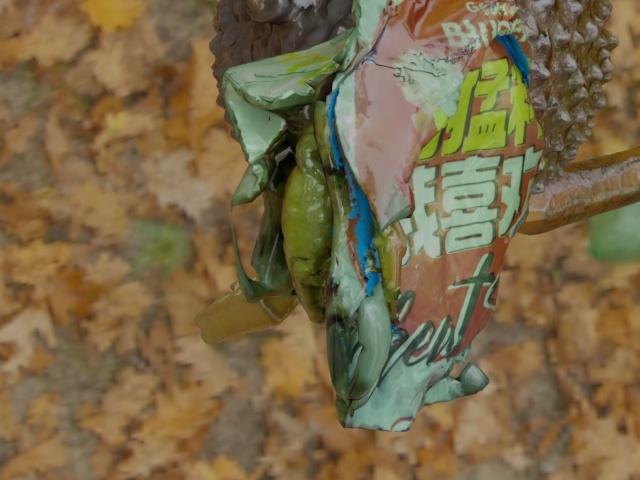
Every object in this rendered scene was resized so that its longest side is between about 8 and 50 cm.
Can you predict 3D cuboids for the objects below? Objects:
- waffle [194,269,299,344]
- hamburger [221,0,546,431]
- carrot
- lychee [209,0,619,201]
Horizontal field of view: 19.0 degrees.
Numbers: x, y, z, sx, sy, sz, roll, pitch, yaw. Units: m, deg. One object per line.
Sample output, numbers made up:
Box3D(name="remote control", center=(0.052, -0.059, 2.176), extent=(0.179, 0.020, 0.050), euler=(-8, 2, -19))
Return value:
Box3D(name="waffle", center=(0.000, 0.000, 1.378), extent=(0.191, 0.125, 0.032), euler=(-43, 98, -28))
Box3D(name="hamburger", center=(0.028, -0.023, 1.163), extent=(0.260, 0.150, 0.276), euler=(34, 72, -63))
Box3D(name="carrot", center=(0.304, -0.062, 2.032), extent=(0.260, 0.070, 0.070), euler=(-15, 91, -27))
Box3D(name="lychee", center=(0.093, -0.192, 1.753), extent=(0.432, 0.380, 0.380), euler=(11, 74, -42))
